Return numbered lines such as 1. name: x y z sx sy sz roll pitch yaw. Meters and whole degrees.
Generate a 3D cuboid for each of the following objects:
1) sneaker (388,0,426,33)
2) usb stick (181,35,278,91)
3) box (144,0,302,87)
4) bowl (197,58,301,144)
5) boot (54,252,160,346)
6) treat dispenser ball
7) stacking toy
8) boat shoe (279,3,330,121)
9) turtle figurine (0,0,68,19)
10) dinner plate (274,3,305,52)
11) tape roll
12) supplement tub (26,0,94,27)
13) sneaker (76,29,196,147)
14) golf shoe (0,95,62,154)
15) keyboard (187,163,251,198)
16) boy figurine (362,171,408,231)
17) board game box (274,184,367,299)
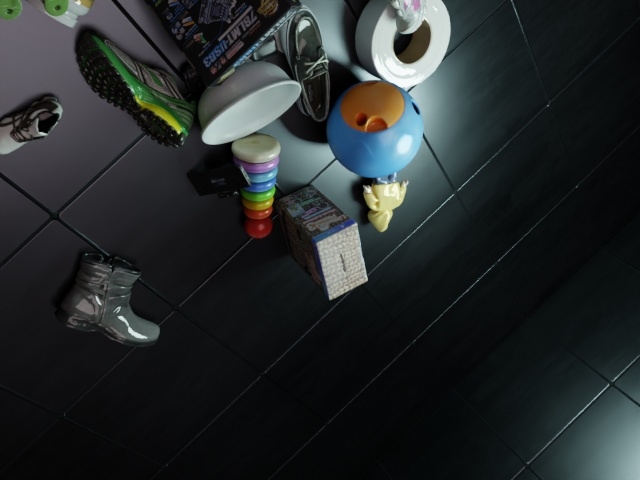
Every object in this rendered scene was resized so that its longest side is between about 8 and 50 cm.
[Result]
1. sneaker: 0.217 -0.663 1.659 0.111 0.103 0.252 -22 145 -13
2. usb stick: -0.240 -0.483 1.671 0.278 0.045 0.077 -29 138 -14
3. box: -0.238 -0.558 1.421 0.295 0.073 0.293 -35 95 30
4. bowl: -0.211 -0.388 1.647 0.297 0.298 0.134 -28 86 -15
5. boot: -0.579 0.177 1.826 0.338 0.118 0.223 25 97 -44
6. treat dispenser ball: 0.161 -0.332 1.853 0.288 0.288 0.288 -16 125 -24
7. stacking toy: -0.194 -0.148 1.864 0.141 0.141 0.330 -15 131 -24
8. boat shoe: -0.022 -0.490 1.737 0.121 0.119 0.335 -28 134 -15
9. turtle figurine: -0.587 -0.566 1.174 0.274 0.266 0.197 -41 158 20
10. dinner plate: -0.074 -0.588 1.730 0.141 0.017 0.141 -17 125 -25
11. tape roll: 0.248 -0.610 1.864 0.286 0.100 0.286 -16 125 -24
12. supplement tub: -0.547 -0.584 1.347 0.144 0.144 0.200 25 103 -40
13. sneaker: -0.458 -0.393 1.560 0.343 0.134 0.146 45 54 -35
14. golf shoe: -0.704 -0.268 1.480 0.198 0.094 0.077 -40 132 -3
15. keyboard: -0.284 -0.165 1.784 0.180 0.023 0.108 -7 130 25
16. boy figurine: 0.222 -0.167 2.128 0.177 0.092 0.285 -16 126 -24
17. board game box: 0.000 0.000 1.957 0.141 0.291 0.232 -26 128 -17
